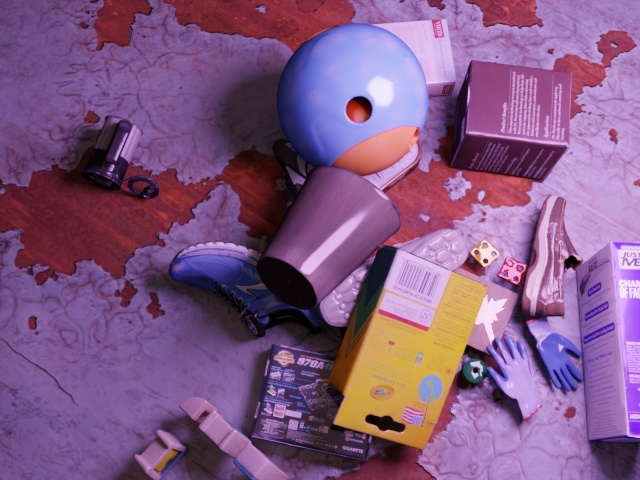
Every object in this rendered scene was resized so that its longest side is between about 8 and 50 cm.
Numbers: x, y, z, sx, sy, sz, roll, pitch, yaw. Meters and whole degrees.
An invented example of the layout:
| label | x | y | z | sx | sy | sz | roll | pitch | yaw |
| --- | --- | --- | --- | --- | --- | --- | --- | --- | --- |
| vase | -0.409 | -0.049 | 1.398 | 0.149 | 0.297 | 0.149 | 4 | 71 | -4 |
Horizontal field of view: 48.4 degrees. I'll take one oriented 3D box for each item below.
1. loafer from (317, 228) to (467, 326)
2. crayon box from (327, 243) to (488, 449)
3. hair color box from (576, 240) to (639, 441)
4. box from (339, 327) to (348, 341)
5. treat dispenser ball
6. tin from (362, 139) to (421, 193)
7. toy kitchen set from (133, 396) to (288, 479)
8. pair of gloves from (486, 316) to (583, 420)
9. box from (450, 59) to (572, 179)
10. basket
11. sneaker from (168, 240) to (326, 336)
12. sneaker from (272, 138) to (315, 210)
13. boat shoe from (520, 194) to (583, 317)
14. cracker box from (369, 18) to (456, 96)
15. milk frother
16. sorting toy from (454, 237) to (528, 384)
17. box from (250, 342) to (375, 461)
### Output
| label | x | y | z | sx | sy | sz | roll | pitch | yaw |
| --- | --- | --- | --- | --- | --- | --- | --- | --- | --- |
| loafer | 0.133 | 0.074 | 1.355 | 0.319 | 0.111 | 0.112 | -23 | 93 | -18 |
| crayon box | 0.146 | 0.190 | 1.264 | 0.202 | 0.081 | 0.319 | 23 | 88 | -22 |
| hair color box | 0.554 | 0.188 | 1.290 | 0.110 | 0.185 | 0.339 | 1 | 72 | 0 |
| box | 0.067 | 0.179 | 1.337 | 0.052 | 0.083 | 0.062 | -12 | 112 | -4 |
| treat dispenser ball | 0.061 | -0.264 | 1.354 | 0.288 | 0.288 | 0.288 | 0 | 72 | 0 |
| tin | 0.127 | -0.162 | 1.485 | 0.189 | 0.040 | 0.106 | -38 | 71 | -11 |
| toy kitchen set | -0.197 | 0.408 | 1.273 | 0.207 | 0.122 | 0.166 | 34 | 74 | 31 |
| pair of gloves | 0.405 | 0.232 | 1.336 | 0.198 | 0.023 | 0.159 | -26 | 86 | -22 |
| box | 0.382 | -0.240 | 1.440 | 0.203 | 0.167 | 0.169 | 8 | 72 | 3 |
| basket | 0.000 | 0.000 | 1.273 | 0.204 | 0.154 | 0.227 | 28 | 56 | 17 |
| sneaker | -0.133 | 0.099 | 1.350 | 0.329 | 0.130 | 0.147 | 13 | 70 | 4 |
| sneaker | -0.039 | -0.104 | 1.443 | 0.106 | 0.078 | 0.234 | -37 | 77 | -14 |
| boat shoe | 0.458 | 0.033 | 1.378 | 0.095 | 0.095 | 0.258 | 10 | 69 | 21 |
| cracker box | 0.166 | -0.388 | 1.542 | 0.232 | 0.067 | 0.156 | -5 | 73 | 0 |
| milk frother | -0.392 | -0.168 | 1.465 | 0.143 | 0.129 | 0.135 | 30 | 69 | -36 |
| sorting toy | 0.297 | 0.132 | 1.381 | 0.132 | 0.046 | 0.275 | 24 | 74 | 8 |
| box | -0.004 | 0.300 | 1.323 | 0.220 | 0.051 | 0.175 | 11 | 72 | 3 |
